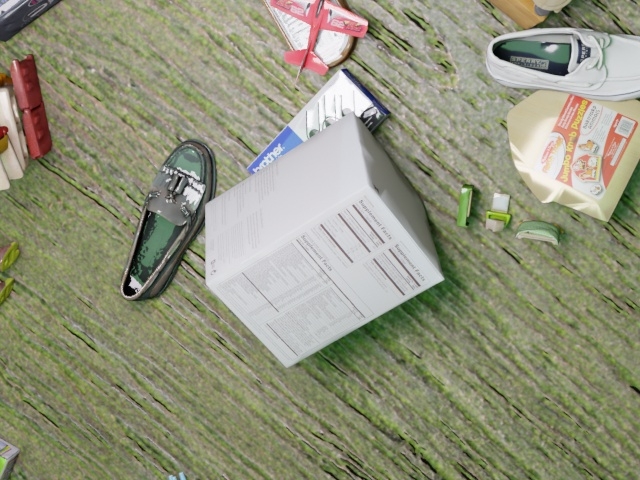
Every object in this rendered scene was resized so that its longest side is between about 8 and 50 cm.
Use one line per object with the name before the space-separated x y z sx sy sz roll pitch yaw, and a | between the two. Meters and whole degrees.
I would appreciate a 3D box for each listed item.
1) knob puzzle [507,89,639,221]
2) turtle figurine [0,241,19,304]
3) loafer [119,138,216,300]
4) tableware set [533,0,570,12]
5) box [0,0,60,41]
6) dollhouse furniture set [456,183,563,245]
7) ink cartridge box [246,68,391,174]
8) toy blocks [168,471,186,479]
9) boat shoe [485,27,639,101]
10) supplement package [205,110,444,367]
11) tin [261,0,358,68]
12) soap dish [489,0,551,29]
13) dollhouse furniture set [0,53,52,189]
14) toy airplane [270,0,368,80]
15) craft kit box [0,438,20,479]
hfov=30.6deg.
knob puzzle | 0.355 -0.140 1.655 0.213 0.030 0.213 -1 87 17
turtle figurine | -0.595 0.009 1.866 0.217 0.087 0.270 19 104 8
loafer | -0.234 -0.023 1.781 0.096 0.084 0.268 25 105 7
tableware set | 0.272 -0.373 1.487 0.168 0.020 0.141 14 116 -16
box | -0.504 -0.442 1.701 0.143 0.165 0.270 -36 96 2
dollhouse furniture set | 0.274 -0.040 1.671 0.151 0.076 0.059 10 103 11
ink cartridge box | -0.003 -0.146 1.727 0.097 0.046 0.207 46 107 3
toy blocks | -0.179 0.437 1.872 0.123 0.054 0.148 -16 96 16
boat shoe | 0.354 -0.244 1.600 0.258 0.084 0.095 -1 82 12
supplement package | 0.000 0.000 1.641 0.262 0.199 0.198 -31 123 16
tin | -0.019 -0.339 1.701 0.106 0.040 0.190 -30 93 12
soap dish | 0.292 -0.446 1.531 0.229 0.118 0.291 34 108 -22
dollhouse furniture set | -0.518 -0.161 1.657 0.201 0.374 0.152 -10 103 -1
toy airplane | -0.006 -0.301 1.672 0.151 0.028 0.151 3 101 13
craft kit box | -0.662 0.406 1.974 0.246 0.061 0.250 28 105 9
